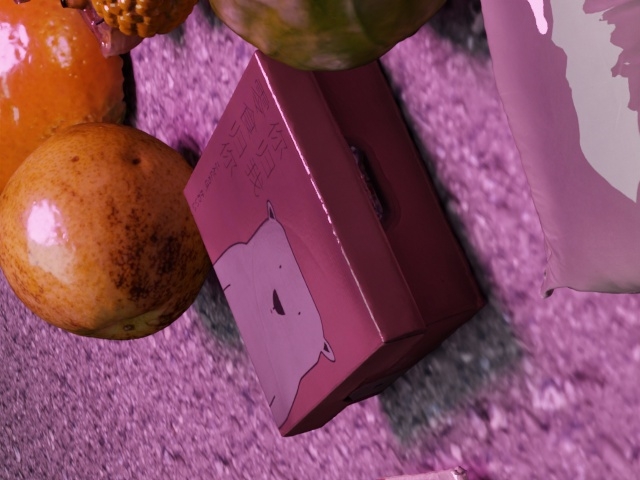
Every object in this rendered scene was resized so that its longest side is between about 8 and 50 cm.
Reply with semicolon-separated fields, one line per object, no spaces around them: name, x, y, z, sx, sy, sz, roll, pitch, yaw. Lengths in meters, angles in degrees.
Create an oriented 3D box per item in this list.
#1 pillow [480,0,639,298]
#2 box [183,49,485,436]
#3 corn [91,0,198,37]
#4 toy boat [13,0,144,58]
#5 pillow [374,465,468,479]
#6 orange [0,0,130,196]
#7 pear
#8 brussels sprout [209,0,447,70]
pillow;0.133;-0.096;0.583;0.144;0.078;0.254;-7;98;54
box;0.000;0.000;0.890;0.215;0.086;0.215;66;153;16
corn;-0.112;-0.261;0.954;0.101;0.101;0.310;62;149;24
toy boat;-0.246;-0.277;1.181;0.321;0.121;0.089;55;147;35
pillow;0.099;0.266;0.883;0.128;0.051;0.229;-33;76;56
orange;-0.314;-0.159;1.355;0.262;0.196;0.335;51;141;15
pear;-0.184;0.000;1.145;0.197;0.197;0.197;41;139;49
brussels sprout;0.005;-0.155;0.731;0.155;0.155;0.118;2;107;63
